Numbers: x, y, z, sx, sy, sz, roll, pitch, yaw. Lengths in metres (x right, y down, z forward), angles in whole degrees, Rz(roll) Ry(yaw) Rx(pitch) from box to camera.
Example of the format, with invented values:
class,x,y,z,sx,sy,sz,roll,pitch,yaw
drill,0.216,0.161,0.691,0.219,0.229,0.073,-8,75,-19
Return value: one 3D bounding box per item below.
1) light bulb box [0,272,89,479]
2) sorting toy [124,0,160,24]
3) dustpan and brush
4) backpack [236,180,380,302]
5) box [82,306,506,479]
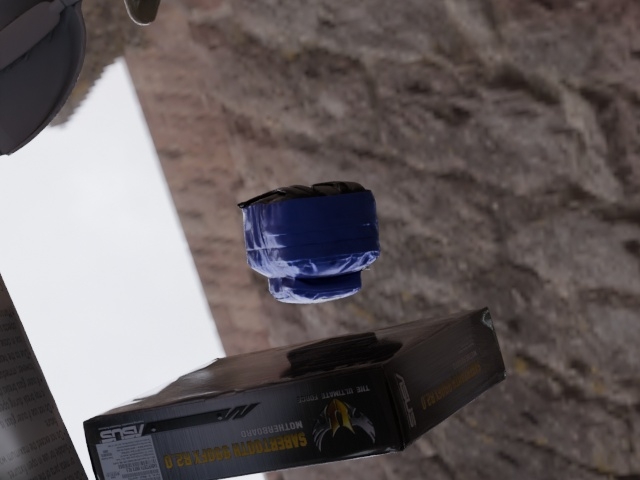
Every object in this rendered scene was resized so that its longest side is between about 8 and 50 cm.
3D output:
class,x,y,z,sx,sy,sz,roll,pitch,yaw
light bulb box,-0.332,0.143,0.828,0.358,0.361,0.225,-23,178,11
sorting toy,-0.201,-0.365,1.688,0.038,0.208,0.193,-8,-138,14
dustpan and brush,-0.238,-0.192,1.353,0.211,0.147,0.060,-42,-173,-15
backpack,0.000,0.000,1.306,0.098,0.101,0.120,-12,177,-22
box,-0.015,0.107,1.060,0.231,0.056,0.183,-13,-177,27
